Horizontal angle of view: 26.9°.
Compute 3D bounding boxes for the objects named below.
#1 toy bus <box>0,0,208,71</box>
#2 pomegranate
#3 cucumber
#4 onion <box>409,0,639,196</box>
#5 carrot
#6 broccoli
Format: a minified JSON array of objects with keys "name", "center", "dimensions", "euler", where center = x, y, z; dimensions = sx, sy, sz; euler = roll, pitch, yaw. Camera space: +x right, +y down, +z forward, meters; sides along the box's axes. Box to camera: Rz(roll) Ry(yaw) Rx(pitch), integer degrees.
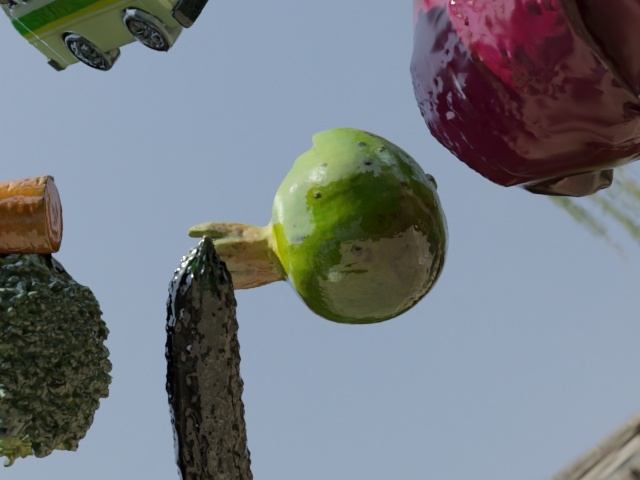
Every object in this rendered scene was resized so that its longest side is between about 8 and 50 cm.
[{"name":"toy bus","center":[-0.198,-0.257,1.203],"dimensions":[0.164,0.276,0.134],"euler":[42,-115,-26]},{"name":"pomegranate","center":[0.000,0.000,1.563],"dimensions":[0.301,0.236,0.236],"euler":[-17,-40,-2]},{"name":"cucumber","center":[-0.099,0.136,1.170],"dimensions":[0.072,0.072,0.300],"euler":[-16,-66,-27]},{"name":"onion","center":[0.195,-0.262,1.134],"dimensions":[0.398,0.420,0.398],"euler":[-50,-2,-2]},{"name":"carrot","center":[-0.302,-0.008,1.019],"dimensions":[0.209,0.061,0.061],"euler":[-6,-41,4]},{"name":"broccoli","center":[-0.337,0.111,1.329],"dimensions":[0.243,0.263,0.247],"euler":[-20,-77,15]}]
